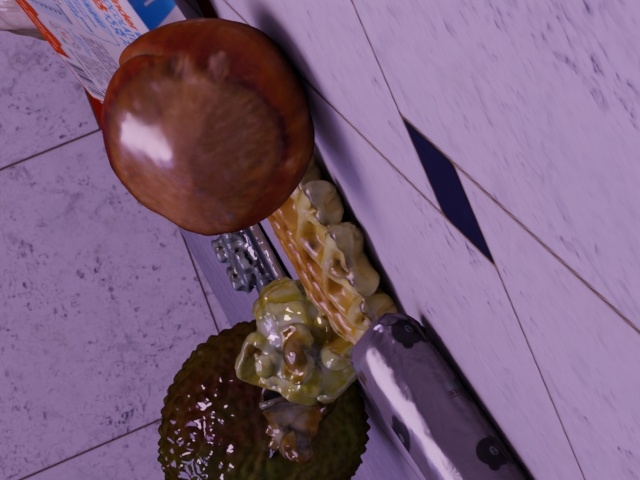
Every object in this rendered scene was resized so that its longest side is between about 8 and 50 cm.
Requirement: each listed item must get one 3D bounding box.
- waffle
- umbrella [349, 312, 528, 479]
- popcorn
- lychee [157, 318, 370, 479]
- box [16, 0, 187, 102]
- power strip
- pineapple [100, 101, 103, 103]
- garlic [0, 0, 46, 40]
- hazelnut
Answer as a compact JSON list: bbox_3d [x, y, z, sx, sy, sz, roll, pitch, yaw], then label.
[{"bbox_3d":[-0.002,0.001,1.748,0.261,0.056,0.250,64,172,-13],"label":"waffle"},{"bbox_3d":[0.130,0.197,1.520,0.337,0.067,0.073,57,130,29],"label":"umbrella"},{"bbox_3d":[-0.012,0.108,2.029,0.135,0.162,0.141,21,-131,-41],"label":"popcorn"},{"bbox_3d":[-0.072,0.226,2.330,0.320,0.270,0.270,-7,118,41],"label":"lychee"},{"bbox_3d":[-0.202,-0.204,1.876,0.265,0.048,0.273,26,160,42],"label":"box"},{"bbox_3d":[-0.101,0.022,2.509,0.198,0.064,0.213,61,174,12],"label":"power strip"},{"bbox_3d":[-0.251,-0.255,2.273,0.111,0.119,0.237,33,158,55],"label":"pineapple"},{"bbox_3d":[-0.278,-0.321,2.090,0.218,0.218,0.212,-161,79,-80],"label":"garlic"},{"bbox_3d":[-0.086,-0.102,1.529,0.182,0.182,0.182,59,173,12],"label":"hazelnut"}]
